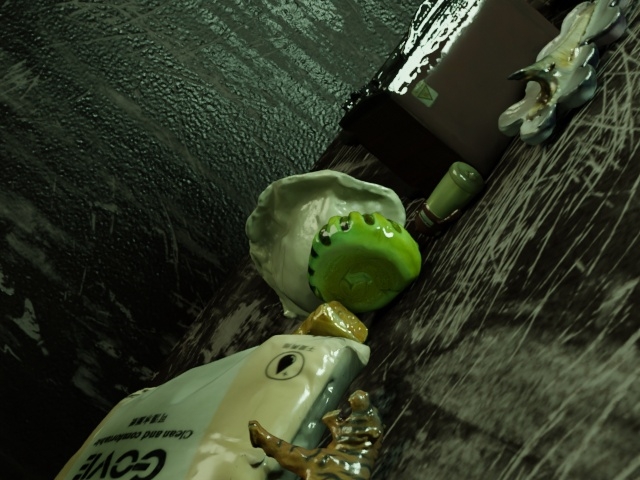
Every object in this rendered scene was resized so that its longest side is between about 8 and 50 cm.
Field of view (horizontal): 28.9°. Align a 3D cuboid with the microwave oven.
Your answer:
[{"bbox_3d":[0.164,-0.202,1.582,0.247,0.188,0.178,-55,8,-20],"label":"microwave oven"}]

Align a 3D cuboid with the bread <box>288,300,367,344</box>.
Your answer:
[{"bbox_3d":[-0.003,0.128,1.473,0.132,0.074,0.053,-43,0,40],"label":"bread"}]

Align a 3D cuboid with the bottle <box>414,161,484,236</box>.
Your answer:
[{"bbox_3d":[0.151,-0.045,1.483,0.101,0.047,0.063,-52,-5,31],"label":"bottle"}]

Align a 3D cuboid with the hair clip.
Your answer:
[{"bbox_3d":[0.276,-0.204,1.406,0.257,0.075,0.146,-50,7,-39],"label":"hair clip"}]

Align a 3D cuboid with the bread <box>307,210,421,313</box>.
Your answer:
[{"bbox_3d":[0.050,0.024,1.461,0.071,0.130,0.139,-77,6,-50],"label":"bread"}]

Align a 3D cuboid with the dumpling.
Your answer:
[{"bbox_3d":[0.000,0.000,1.581,0.258,0.193,0.147,-43,7,39],"label":"dumpling"}]

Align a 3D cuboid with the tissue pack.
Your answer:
[{"bbox_3d":[-0.141,0.273,1.230,0.375,0.195,0.390,-23,27,49],"label":"tissue pack"}]

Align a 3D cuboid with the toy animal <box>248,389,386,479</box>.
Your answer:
[{"bbox_3d":[-0.002,0.229,0.981,0.116,0.114,0.255,-7,21,5],"label":"toy animal"}]
